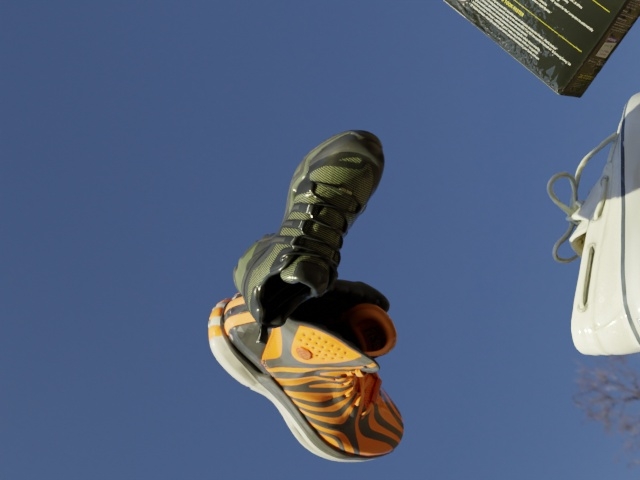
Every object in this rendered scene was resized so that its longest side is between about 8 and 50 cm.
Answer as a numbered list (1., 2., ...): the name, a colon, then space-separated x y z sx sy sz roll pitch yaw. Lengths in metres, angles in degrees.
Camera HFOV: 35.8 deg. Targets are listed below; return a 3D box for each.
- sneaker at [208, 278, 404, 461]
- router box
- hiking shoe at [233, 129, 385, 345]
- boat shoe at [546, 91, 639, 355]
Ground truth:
1. sneaker: 0.034 0.156 1.144 0.321 0.180 0.125 39 -134 -35
2. router box: 0.189 -0.228 0.848 0.046 0.179 0.133 -5 -45 -51
3. hiking shoe: 0.000 0.000 0.972 0.086 0.114 0.227 21 -63 -28
4. boat shoe: 0.329 -0.019 1.123 0.136 0.156 0.367 43 -135 -32
